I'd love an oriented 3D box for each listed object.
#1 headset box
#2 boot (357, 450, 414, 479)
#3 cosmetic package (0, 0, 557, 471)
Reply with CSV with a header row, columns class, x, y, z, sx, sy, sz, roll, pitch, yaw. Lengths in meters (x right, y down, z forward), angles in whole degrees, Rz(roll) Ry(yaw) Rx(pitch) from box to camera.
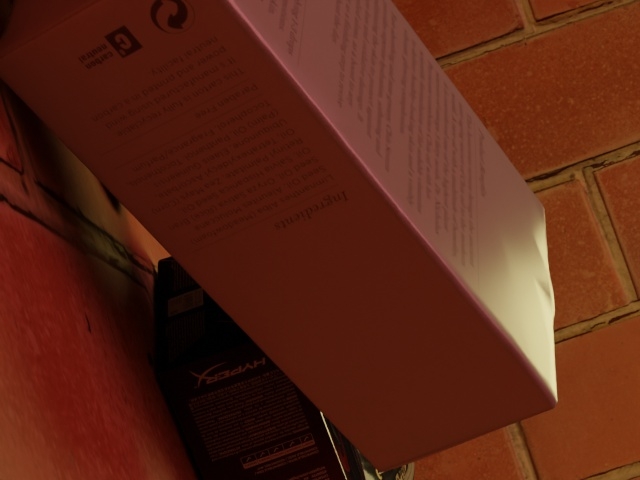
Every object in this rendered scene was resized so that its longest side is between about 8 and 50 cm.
class,x,y,z,sx,sy,sz,roll,pitch,yaw
headset box,-0.036,0.166,1.369,0.218,0.110,0.293,-102,173,-67
boot,0.018,0.220,2.135,0.377,0.138,0.284,-87,158,-70
cosmetic package,-0.010,-0.068,1.167,0.453,0.161,0.230,49,29,-32
